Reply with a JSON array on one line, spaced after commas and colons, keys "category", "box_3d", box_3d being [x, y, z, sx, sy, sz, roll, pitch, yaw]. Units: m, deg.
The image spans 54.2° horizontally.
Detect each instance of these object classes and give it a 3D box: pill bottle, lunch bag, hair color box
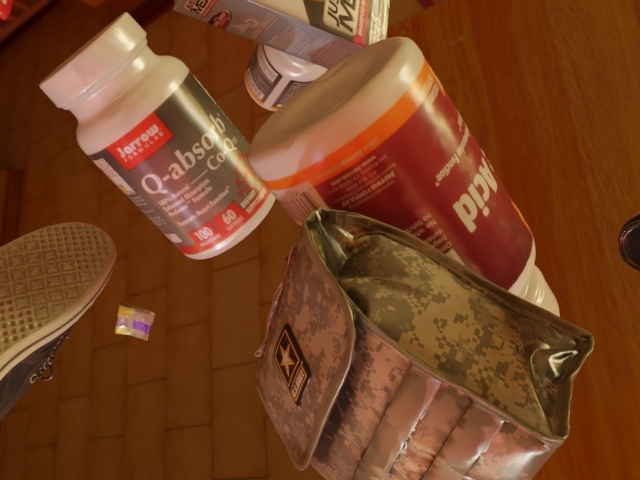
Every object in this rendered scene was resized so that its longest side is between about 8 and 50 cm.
[{"category": "pill bottle", "box_3d": [-0.251, -0.159, 1.007, 0.210, 0.363, 0.210, -29, 30, 19]}, {"category": "lunch bag", "box_3d": [0.065, 0.131, 0.601, 0.287, 0.169, 0.235, 30, 130, 15]}, {"category": "pill bottle", "box_3d": [-0.065, -0.411, 1.408, 0.278, 0.162, 0.162, 153, 124, -67]}, {"category": "pill bottle", "box_3d": [0.115, -0.018, 0.753, 0.224, 0.392, 0.224, -32, 23, 16]}, {"category": "hair color box", "box_3d": [-0.057, -0.452, 1.129, 0.113, 0.374, 0.185, -20, 61, 59]}]

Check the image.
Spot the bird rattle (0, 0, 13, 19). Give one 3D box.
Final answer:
[{"category": "bird rattle", "box_3d": [-0.290, -0.363, 0.648, 0.143, 0.253, 0.207, 61, 154, 17]}]

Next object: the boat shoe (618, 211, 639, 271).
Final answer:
[{"category": "boat shoe", "box_3d": [0.316, 0.006, 0.463, 0.233, 0.079, 0.084, 8, 115, 64]}]

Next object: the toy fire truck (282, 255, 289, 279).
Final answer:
[{"category": "toy fire truck", "box_3d": [0.000, 0.000, 1.134, 0.246, 0.158, 0.217, -8, 56, 33]}]

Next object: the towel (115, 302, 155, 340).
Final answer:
[{"category": "towel", "box_3d": [-0.315, 0.138, 1.056, 0.009, 0.060, 0.083, -83, 15, -47]}]

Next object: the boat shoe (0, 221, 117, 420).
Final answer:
[{"category": "boat shoe", "box_3d": [-0.526, 0.167, 1.022, 0.187, 0.156, 0.500, 30, 59, 4]}]
